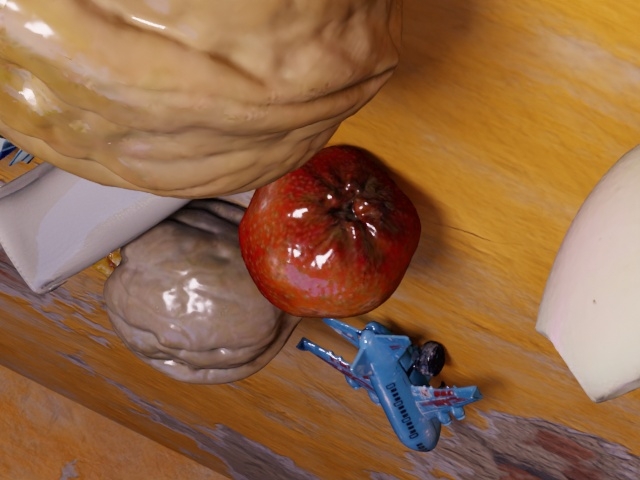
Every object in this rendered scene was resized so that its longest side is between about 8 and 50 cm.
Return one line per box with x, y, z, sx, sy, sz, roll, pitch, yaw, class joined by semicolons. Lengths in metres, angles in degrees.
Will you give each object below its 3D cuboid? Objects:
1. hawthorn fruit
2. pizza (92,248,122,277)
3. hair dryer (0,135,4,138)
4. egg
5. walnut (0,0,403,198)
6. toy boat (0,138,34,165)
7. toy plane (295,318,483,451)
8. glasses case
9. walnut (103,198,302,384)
0.000;0.000;1.051;0.157;0.157;0.194;30;162;-9;hawthorn fruit
-0.228;0.055;1.572;0.271;0.056;0.134;32;166;-16;pizza
-0.317;-0.189;1.110;0.196;0.078;0.248;12;147;4;hair dryer
0.265;0.007;0.760;0.271;0.161;0.206;3;143;-44;egg
-0.097;-0.167;0.636;0.313;0.277;0.252;25;-170;-9;walnut
-0.445;-0.155;1.251;0.292;0.070;0.210;-7;127;-15;toy boat
0.099;0.176;1.406;0.254;0.105;0.271;12;156;34;toy plane
-0.213;-0.062;1.166;0.308;0.083;0.128;-30;107;30;glasses case
-0.124;0.058;1.270;0.224;0.224;0.224;23;158;10;walnut
